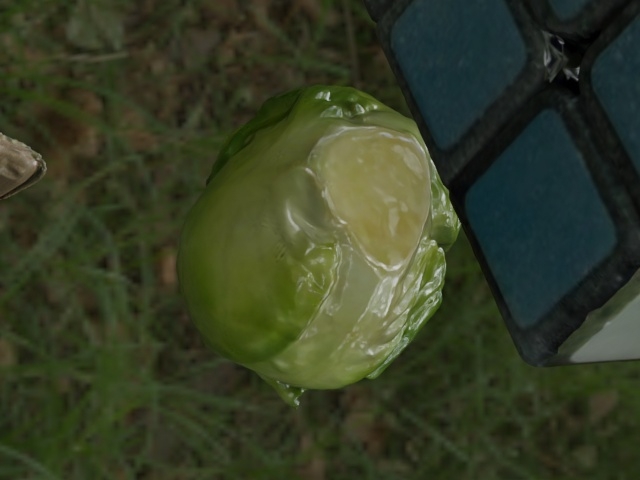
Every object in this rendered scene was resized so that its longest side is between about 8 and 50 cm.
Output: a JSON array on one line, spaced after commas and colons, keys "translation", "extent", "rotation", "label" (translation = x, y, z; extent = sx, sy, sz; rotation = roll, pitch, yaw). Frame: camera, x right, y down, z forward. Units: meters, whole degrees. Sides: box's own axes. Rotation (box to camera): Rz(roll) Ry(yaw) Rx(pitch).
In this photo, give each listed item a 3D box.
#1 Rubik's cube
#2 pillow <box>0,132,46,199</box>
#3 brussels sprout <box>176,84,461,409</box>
[{"translation": [0.227, -0.144, 0.835], "extent": [0.304, 0.301, 0.305], "rotation": [-2, 56, -38], "label": "Rubik's cube"}, {"translation": [-0.370, -0.097, 1.687], "extent": [0.211, 0.135, 0.034], "rotation": [33, 54, -31], "label": "pillow"}, {"translation": [-0.001, -0.002, 1.517], "extent": [0.227, 0.294, 0.259], "rotation": [24, 70, -12], "label": "brussels sprout"}]
